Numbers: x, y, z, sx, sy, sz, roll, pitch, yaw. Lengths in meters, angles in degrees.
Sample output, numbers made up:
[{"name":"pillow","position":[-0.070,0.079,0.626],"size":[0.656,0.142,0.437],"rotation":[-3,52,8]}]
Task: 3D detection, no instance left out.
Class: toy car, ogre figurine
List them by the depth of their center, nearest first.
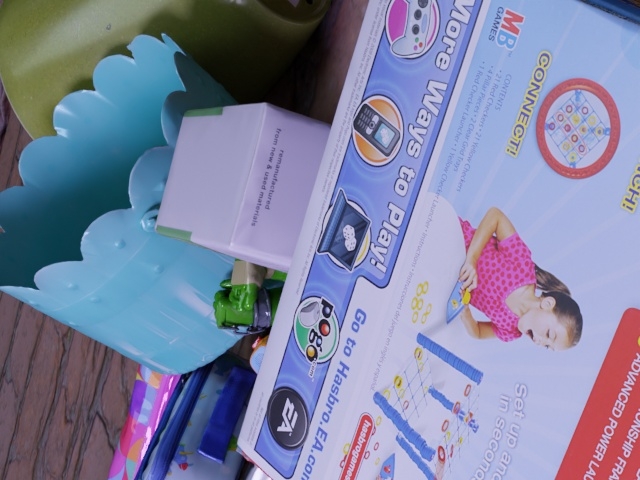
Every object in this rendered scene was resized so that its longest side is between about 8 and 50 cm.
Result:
[{"name":"ogre figurine","position":[0.000,0.000,0.984],"size":[0.097,0.118,0.197],"rotation":[44,121,58]},{"name":"toy car","position":[-0.021,0.071,0.987],"size":[0.122,0.040,0.060],"rotation":[-55,-2,40]}]

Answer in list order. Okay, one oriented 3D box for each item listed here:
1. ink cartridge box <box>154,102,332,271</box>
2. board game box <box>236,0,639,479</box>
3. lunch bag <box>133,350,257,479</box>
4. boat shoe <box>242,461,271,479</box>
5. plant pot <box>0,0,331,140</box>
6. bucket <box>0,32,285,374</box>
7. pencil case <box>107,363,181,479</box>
[{"name":"ink cartridge box","position":[0.024,-0.014,0.816],"size":[0.160,0.219,0.093],"rotation":[10,85,66]},{"name":"board game box","position":[0.118,0.045,0.573],"size":[0.302,0.086,0.308],"rotation":[36,118,38]},{"name":"lunch bag","position":[-0.113,0.205,1.099],"size":[0.219,0.090,0.176],"rotation":[-70,4,-58]},{"name":"boat shoe","position":[-0.020,0.224,0.967],"size":[0.118,0.103,0.320],"rotation":[-75,5,-82]},{"name":"plant pot","position":[-0.136,-0.224,1.261],"size":[0.293,0.275,0.275],"rotation":[-24,56,43]},{"name":"bucket","position":[-0.149,-0.027,1.114],"size":[0.281,0.183,0.281],"rotation":[-35,35,28]},{"name":"pencil case","position":[-0.163,0.213,1.275],"size":[0.104,0.104,0.236],"rotation":[35,112,64]}]
